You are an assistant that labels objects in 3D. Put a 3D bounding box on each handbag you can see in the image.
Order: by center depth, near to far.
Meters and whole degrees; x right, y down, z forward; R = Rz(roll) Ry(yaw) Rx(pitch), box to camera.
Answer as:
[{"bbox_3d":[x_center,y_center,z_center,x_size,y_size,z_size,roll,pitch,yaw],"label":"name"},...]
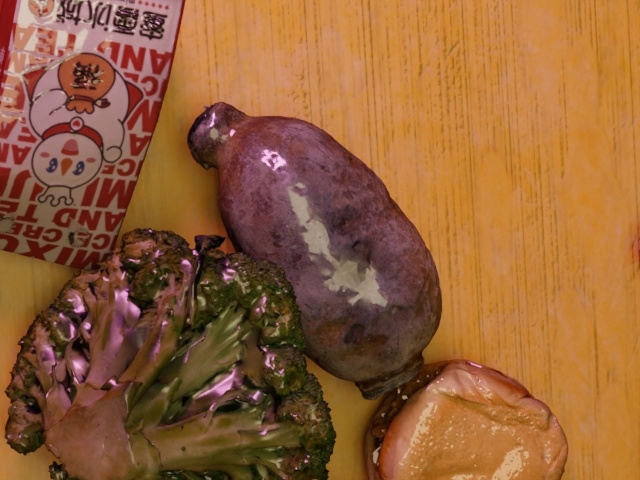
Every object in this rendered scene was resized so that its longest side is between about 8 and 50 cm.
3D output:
[{"bbox_3d":[-0.243,-0.121,1.577,0.171,0.151,0.298,9,97,-22],"label":"handbag"}]

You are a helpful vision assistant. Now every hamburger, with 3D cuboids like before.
[{"bbox_3d":[0.150,0.225,1.725,0.214,0.108,0.213,-1,93,-14],"label":"hamburger"}]

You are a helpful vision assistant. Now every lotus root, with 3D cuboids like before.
[{"bbox_3d":[0.001,-0.001,1.646,0.175,0.175,0.349,-39,102,-11],"label":"lotus root"}]

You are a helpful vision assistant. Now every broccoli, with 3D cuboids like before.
[{"bbox_3d":[-0.150,0.154,1.547,0.321,0.283,0.304,-39,90,23],"label":"broccoli"}]
